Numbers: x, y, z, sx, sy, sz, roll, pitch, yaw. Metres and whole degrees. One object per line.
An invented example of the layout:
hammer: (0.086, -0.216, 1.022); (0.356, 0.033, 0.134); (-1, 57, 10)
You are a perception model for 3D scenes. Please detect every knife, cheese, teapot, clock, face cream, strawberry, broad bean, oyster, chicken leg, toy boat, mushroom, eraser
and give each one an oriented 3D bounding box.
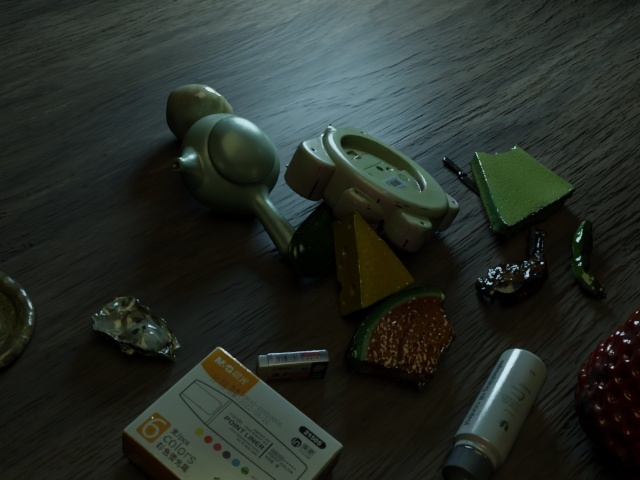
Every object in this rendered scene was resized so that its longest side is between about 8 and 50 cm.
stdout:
knife: (0.331, -0.133, 1.799); (0.023, 0.010, 0.170); (-27, 60, -31)
cheese: (0.073, 0.034, 1.491); (0.126, 0.093, 0.171); (-22, 86, -28)
teapot: (-0.136, -0.121, 1.604); (0.318, 0.149, 0.220); (38, 62, -9)
clock: (0.111, -0.105, 1.612); (0.309, 0.114, 0.284); (37, 27, 15)
face cream: (0.281, 0.312, 1.329); (0.092, 0.092, 0.311); (29, 50, 15)
strawberry: (0.509, 0.245, 1.322); (0.150, 0.280, 0.253); (5, 57, -4)
broad bean: (0.545, 0.036, 1.663); (0.061, 0.046, 0.195); (13, 51, -15)
oyster: (-0.318, 0.158, 1.374); (0.166, 0.053, 0.108); (29, 30, 24)
chicken leg: (0.407, 0.055, 1.619); (0.106, 0.051, 0.253); (31, 47, 24)
toy boat: (0.000, 0.000, 1.545); (0.104, 0.052, 0.210); (58, 36, -13)
mushroom: (-0.253, -0.270, 1.709); (0.154, 0.154, 0.122); (20, 53, 7)
eraser: (-0.048, 0.215, 1.375); (0.122, 0.052, 0.029); (-2, 47, -13)

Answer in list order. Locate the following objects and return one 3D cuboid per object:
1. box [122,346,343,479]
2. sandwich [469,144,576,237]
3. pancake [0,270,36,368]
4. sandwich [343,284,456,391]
box: (-0.137, 0.322, 1.234); (0.274, 0.091, 0.221); (33, 49, 17)
sandwich: (0.401, -0.114, 1.760); (0.245, 0.063, 0.212); (-25, 54, -35)
pancake: (-0.633, 0.141, 1.338); (0.288, 0.033, 0.286); (27, 48, 13)
sandwich: (0.151, 0.172, 1.446); (0.159, 0.079, 0.235); (34, 54, 6)
